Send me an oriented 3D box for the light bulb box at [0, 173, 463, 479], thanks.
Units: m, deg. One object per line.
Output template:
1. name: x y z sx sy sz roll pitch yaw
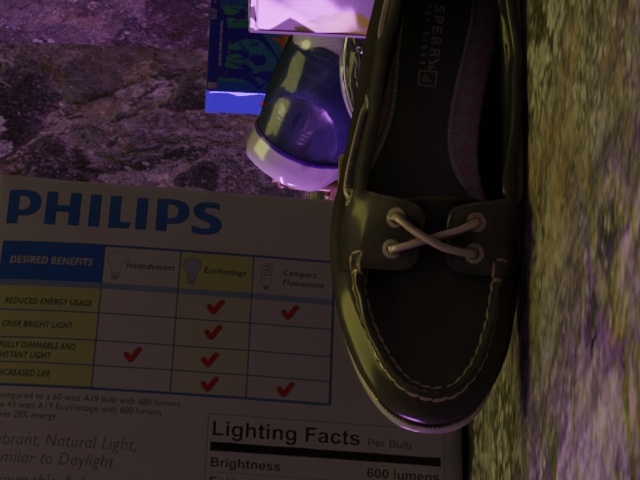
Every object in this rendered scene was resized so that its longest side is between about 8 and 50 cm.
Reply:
1. light bulb box: -0.081 0.170 1.385 0.225 0.357 0.361 101 172 -61

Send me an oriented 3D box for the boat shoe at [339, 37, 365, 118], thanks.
1. boat shoe: 0.060 -0.196 1.682 0.070 0.077 0.219 -94 9 -77

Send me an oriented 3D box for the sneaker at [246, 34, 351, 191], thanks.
1. sneaker: 0.046 -0.192 1.880 0.236 0.130 0.323 -61 -7 22

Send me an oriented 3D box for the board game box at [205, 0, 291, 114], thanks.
1. board game box: -0.037 -0.230 2.358 0.047 0.210 0.160 98 173 -54

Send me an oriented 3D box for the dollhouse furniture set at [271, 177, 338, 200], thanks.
1. dollhouse furniture set: 0.000 0.000 2.267 0.144 0.123 0.151 -101 14 -79

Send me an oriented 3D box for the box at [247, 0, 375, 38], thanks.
1. box: 0.024 -0.308 1.581 0.087 0.169 0.290 97 174 -57

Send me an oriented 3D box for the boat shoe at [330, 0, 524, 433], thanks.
1. boat shoe: 0.065 -0.056 1.111 0.095 0.112 0.335 88 -174 -62

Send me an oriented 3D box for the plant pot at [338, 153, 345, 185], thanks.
1. plant pot: 0.060 -0.022 1.559 0.083 0.081 0.081 62 -152 -71
